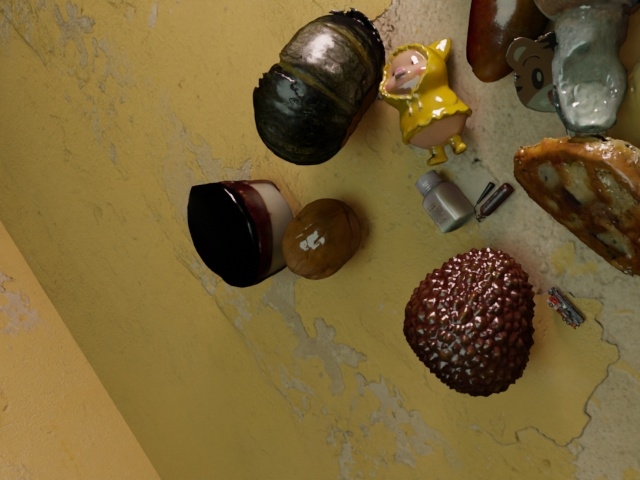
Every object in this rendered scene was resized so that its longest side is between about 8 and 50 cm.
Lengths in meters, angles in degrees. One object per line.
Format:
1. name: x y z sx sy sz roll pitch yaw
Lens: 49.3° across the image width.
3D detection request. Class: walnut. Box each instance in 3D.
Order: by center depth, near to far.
1. walnut: 0.000 0.000 1.564 0.167 0.167 0.207 53 125 18

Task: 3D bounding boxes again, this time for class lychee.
1. lychee: 0.284 0.141 1.293 0.271 0.271 0.272 17 115 40

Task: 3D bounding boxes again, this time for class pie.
1. pie: 0.444 -0.059 1.080 0.308 0.085 0.308 46 166 15

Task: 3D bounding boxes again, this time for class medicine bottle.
1. medicine bottle: 0.239 -0.078 1.366 0.118 0.074 0.055 55 135 16

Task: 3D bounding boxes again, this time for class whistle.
1. whistle: 0.396 -0.329 1.032 0.189 0.189 0.348 4 91 44

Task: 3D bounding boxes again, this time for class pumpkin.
1. pumpkin: -0.001 -0.292 1.375 0.192 0.320 0.320 34 130 1

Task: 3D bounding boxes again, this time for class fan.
1. fan: 0.399 -0.239 1.151 0.152 0.008 0.227 -15 111 12

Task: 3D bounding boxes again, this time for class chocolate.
1. chocolate: -0.178 -0.038 1.717 0.283 0.186 0.284 26 131 35

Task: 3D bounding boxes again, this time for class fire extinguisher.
1. fire extinguisher: 0.317 -0.076 1.321 0.046 0.032 0.100 47 126 9

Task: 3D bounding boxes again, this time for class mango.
1. mango: 0.315 -0.394 1.156 0.133 0.111 0.268 34 128 44

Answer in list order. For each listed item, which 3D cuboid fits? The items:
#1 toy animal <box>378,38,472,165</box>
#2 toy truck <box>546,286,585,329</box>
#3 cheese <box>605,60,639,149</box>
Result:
1. toy animal: 0.202 -0.256 1.307 0.156 0.156 0.230 -28 73 46
2. toy truck: 0.443 0.122 1.269 0.083 0.024 0.032 50 136 21
3. cheese: 0.527 -0.169 1.025 0.214 0.117 0.226 35 131 39
